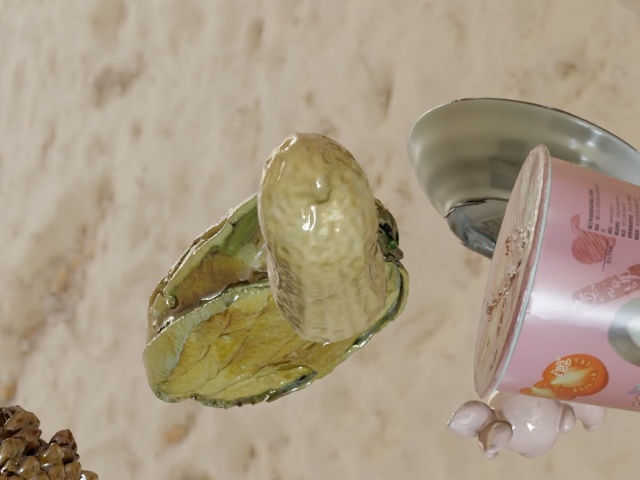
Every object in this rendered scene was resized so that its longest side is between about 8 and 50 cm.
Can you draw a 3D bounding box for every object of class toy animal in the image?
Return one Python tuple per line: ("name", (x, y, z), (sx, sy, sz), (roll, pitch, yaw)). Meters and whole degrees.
("toy animal", (0.236, 0.210, 2.162), (0.124, 0.212, 0.124), (42, 145, 39))

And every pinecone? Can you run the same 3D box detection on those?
("pinecone", (-0.236, 0.178, 1.217), (0.173, 0.173, 0.174), (-18, 69, 54))

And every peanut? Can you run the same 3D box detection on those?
("peanut", (0.000, 0.000, 0.719), (0.113, 0.053, 0.054), (82, 171, -54))

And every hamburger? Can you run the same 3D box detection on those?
("hamburger", (-0.047, 0.051, 1.785), (0.265, 0.285, 0.134), (-37, 62, 25))

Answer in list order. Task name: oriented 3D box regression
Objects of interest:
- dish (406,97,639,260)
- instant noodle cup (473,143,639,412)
("dish", (0.241, -0.043, 2.122), (0.316, 0.316, 0.106), (-19, 47, 54))
("instant noodle cup", (0.280, 0.053, 1.671), (0.243, 0.231, 0.243), (-166, 90, -87))
